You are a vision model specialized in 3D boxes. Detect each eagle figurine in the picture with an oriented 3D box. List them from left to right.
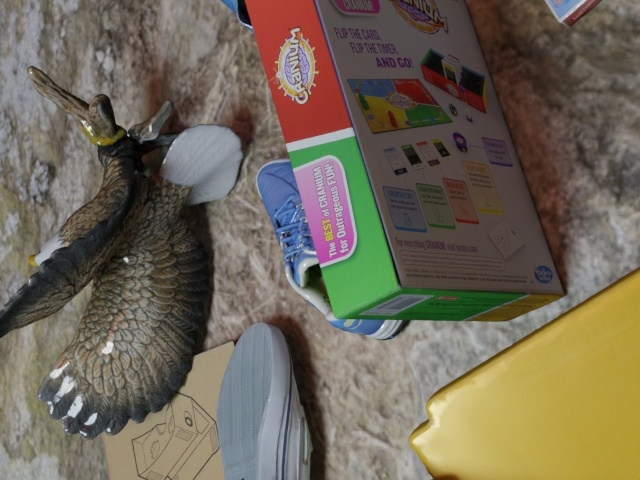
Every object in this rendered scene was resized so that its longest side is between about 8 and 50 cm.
[{"bbox_3d":[-0.209,0.018,1.355,0.225,0.226,0.298,128,150,-54],"label":"eagle figurine"}]

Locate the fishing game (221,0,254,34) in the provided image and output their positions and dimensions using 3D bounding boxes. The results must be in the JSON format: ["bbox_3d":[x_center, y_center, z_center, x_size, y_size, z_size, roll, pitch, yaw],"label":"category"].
[{"bbox_3d":[-0.028,-0.173,1.243,0.041,0.189,0.264,-46,33,6],"label":"fishing game"}]

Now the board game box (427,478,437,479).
[{"bbox_3d":[0.160,0.407,0.950,0.390,0.050,0.390,-134,29,-53],"label":"board game box"}]

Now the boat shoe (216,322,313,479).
[{"bbox_3d":[-0.047,0.192,1.311,0.083,0.076,0.226,-16,61,44],"label":"boat shoe"}]

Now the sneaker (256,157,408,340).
[{"bbox_3d":[0.000,0.000,1.279,0.080,0.081,0.211,-53,57,25],"label":"sneaker"}]

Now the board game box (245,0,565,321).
[{"bbox_3d":[0.065,-0.093,1.134,0.064,0.242,0.316,-27,70,34],"label":"board game box"}]

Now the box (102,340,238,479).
[{"bbox_3d":[-0.140,0.206,1.414,0.201,0.021,0.164,-22,73,36],"label":"box"}]

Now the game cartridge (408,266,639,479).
[{"bbox_3d":[0.255,0.188,0.987,0.285,0.053,0.323,-33,86,17],"label":"game cartridge"}]

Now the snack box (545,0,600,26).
[{"bbox_3d":[0.248,-0.254,1.138,0.178,0.022,0.064,-40,65,29],"label":"snack box"}]
